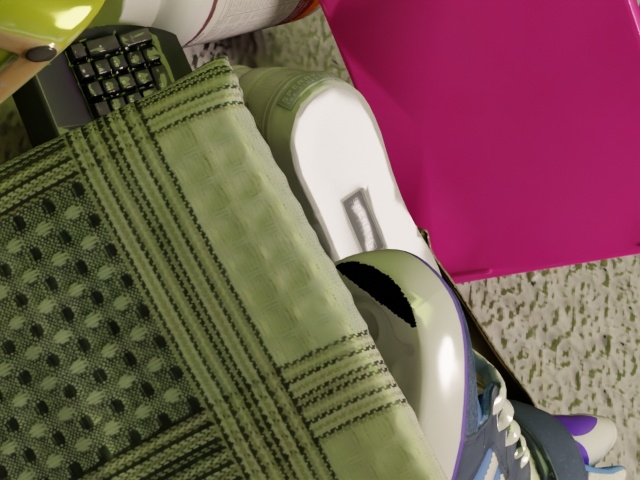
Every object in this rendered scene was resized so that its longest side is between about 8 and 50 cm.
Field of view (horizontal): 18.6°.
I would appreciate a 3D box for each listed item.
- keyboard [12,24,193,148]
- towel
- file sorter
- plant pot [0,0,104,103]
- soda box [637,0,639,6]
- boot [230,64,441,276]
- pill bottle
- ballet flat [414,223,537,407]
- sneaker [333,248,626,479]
[{"bbox_3d":[-0.110,0.027,1.165,0.201,0.033,0.317,-21,85,-33],"label":"keyboard"},{"bbox_3d":[-0.112,0.115,0.950,0.324,0.312,0.056,64,1,9],"label":"towel"},{"bbox_3d":[0.144,-0.149,1.370,0.182,0.202,0.291,-66,139,-52],"label":"file sorter"},{"bbox_3d":[-0.255,-0.177,1.084,0.228,0.227,0.207,12,60,-38],"label":"plant pot"},{"bbox_3d":[0.217,-0.172,1.646,0.183,0.058,0.063,-13,70,-48],"label":"soda box"},{"bbox_3d":[0.000,0.000,1.280,0.095,0.123,0.258,-29,117,-27],"label":"boot"},{"bbox_3d":[-0.092,-0.192,1.319,0.221,0.121,0.121,-20,76,-49],"label":"pill bottle"},{"bbox_3d":[0.094,0.076,1.342,0.084,0.058,0.250,-24,79,-49],"label":"ballet flat"},{"bbox_3d":[0.083,0.108,1.112,0.236,0.323,0.130,-23,47,-36],"label":"sneaker"}]
